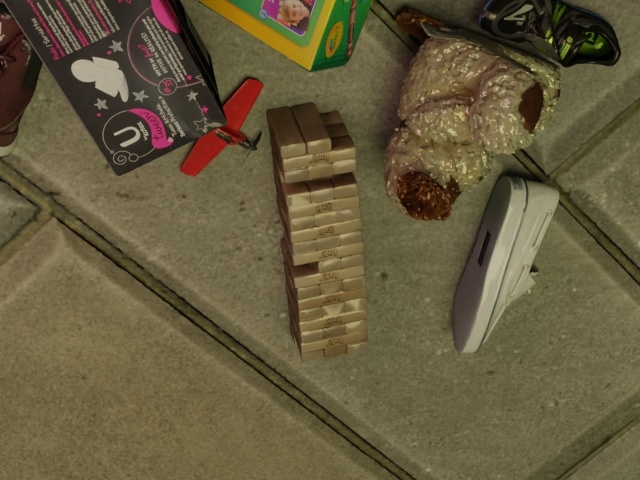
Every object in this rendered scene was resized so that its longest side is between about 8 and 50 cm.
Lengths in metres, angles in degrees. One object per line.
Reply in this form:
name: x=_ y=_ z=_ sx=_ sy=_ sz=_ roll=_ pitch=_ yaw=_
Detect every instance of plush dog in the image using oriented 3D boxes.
plush dog: x=0.145 y=-0.129 z=1.697 sx=0.211 sy=0.262 sz=0.225 roll=26 pitch=107 yaw=8

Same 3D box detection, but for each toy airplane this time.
toy airplane: x=-0.133 y=-0.139 z=1.707 sx=0.151 sy=0.028 sz=0.151 roll=-7 pitch=125 yaw=-10

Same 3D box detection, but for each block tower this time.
block tower: x=0.000 y=0.000 z=1.796 sx=0.091 sy=0.097 sz=0.335 roll=-11 pitch=126 yaw=-7

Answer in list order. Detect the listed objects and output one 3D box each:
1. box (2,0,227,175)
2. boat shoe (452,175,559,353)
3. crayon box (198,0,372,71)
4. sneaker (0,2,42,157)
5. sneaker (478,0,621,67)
box: x=-0.221 y=-0.225 z=1.545 sx=0.142 sy=0.163 sz=0.247 roll=-24 pitch=126 yaw=5
boat shoe: x=0.241 y=0.041 z=1.886 sx=0.084 sy=0.095 sz=0.258 roll=9 pitch=121 yaw=-15
crayon box: x=-0.008 y=-0.337 z=1.521 sx=0.081 sy=0.165 sz=0.278 roll=-21 pitch=139 yaw=-53
sneaker: x=-0.385 y=-0.180 z=1.517 sx=0.106 sy=0.281 sz=0.162 roll=34 pitch=101 yaw=15
sneaker: x=0.275 y=-0.248 z=1.714 sx=0.188 sy=0.078 sz=0.067 roll=13 pitch=118 yaw=-21
